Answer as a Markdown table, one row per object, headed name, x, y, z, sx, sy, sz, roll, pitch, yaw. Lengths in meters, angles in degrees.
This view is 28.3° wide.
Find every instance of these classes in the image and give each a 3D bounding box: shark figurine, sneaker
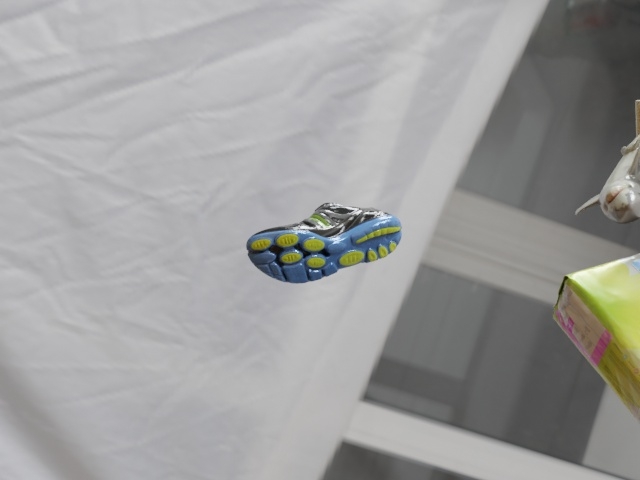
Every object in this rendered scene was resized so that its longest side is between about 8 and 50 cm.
| name | x | y | z | sx | sy | sz | roll | pitch | yaw |
| --- | --- | --- | --- | --- | --- | --- | --- | --- | --- |
| shark figurine | 0.427 | -0.087 | 1.582 | 0.278 | 0.116 | 0.166 | -51 | 179 | -27 |
| sneaker | 0.000 | 0.000 | 1.457 | 0.078 | 0.188 | 0.067 | 40 | -44 | 54 |

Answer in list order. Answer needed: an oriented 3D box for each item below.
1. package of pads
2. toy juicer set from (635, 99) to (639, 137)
| name | x | y | z | sx | sy | sz | roll | pitch | yaw |
| --- | --- | --- | --- | --- | --- | --- | --- | --- | --- |
| package of pads | 0.517 | 0.150 | 1.919 | 0.296 | 0.229 | 0.101 | 54 | -32 | 37 |
| toy juicer set | 0.572 | -0.176 | 1.917 | 0.329 | 0.089 | 0.209 | -23 | -96 | 44 |
